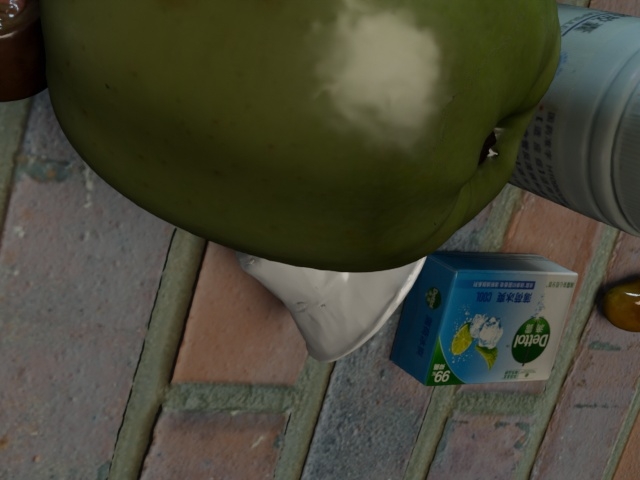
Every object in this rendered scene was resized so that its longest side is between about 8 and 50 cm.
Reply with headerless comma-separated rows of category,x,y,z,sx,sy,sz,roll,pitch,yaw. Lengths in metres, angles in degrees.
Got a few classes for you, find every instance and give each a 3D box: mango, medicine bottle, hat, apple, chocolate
mango,0.419,0.083,1.228,0.114,0.060,0.080,3,121,-35
medicine bottle,0.275,-0.115,0.882,0.190,0.332,0.190,-13,116,-28
hat,0.000,0.000,0.872,0.126,0.203,0.203,29,92,-22
apple,-0.010,-0.149,0.664,0.357,0.357,0.357,-13,116,-28
chocolate,-0.248,-0.166,0.666,0.133,0.124,0.127,13,105,-1

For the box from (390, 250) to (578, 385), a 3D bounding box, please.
box,0.189,0.088,1.074,0.194,0.073,0.139,2,108,-33
